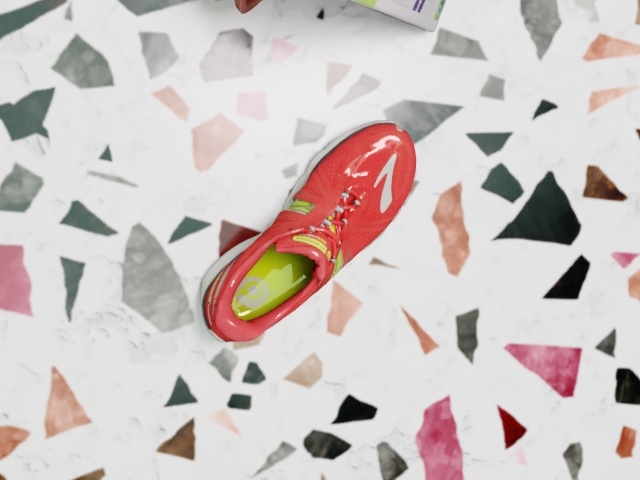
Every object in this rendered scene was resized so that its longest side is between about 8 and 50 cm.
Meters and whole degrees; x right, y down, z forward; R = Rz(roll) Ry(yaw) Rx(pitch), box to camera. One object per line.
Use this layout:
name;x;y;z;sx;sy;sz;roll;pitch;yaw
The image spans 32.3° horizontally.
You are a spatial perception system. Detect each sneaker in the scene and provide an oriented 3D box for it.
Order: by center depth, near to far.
sneaker;0.000;0.000;1.071;0.107;0.118;0.279;43;87;-12

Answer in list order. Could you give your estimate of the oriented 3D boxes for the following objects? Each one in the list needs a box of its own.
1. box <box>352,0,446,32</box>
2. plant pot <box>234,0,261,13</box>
box;0.087;-0.306;0.943;0.058;0.322;0.232;25;102;12
plant pot;-0.094;-0.388;0.959;0.265;0.272;0.272;37;88;-3
